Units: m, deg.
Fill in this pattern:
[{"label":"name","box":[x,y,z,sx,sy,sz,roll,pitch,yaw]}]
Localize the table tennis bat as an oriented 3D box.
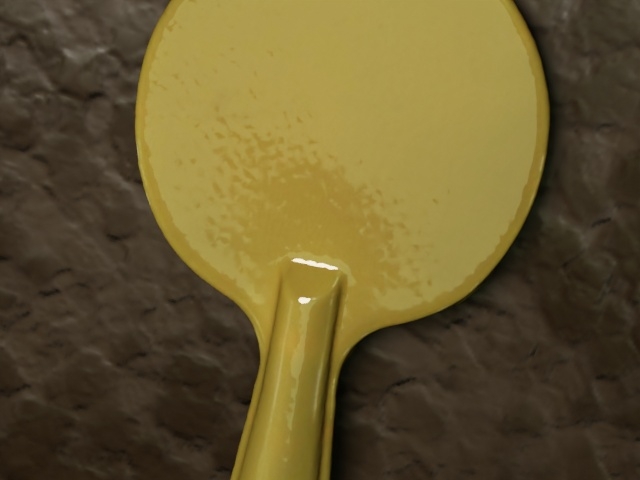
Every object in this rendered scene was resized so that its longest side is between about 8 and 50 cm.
[{"label":"table tennis bat","box":[0.000,0.000,0.823,0.198,0.050,0.321,10,108,4]}]
